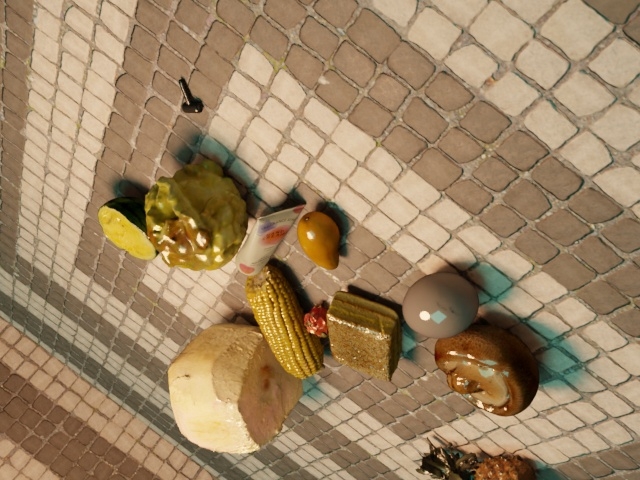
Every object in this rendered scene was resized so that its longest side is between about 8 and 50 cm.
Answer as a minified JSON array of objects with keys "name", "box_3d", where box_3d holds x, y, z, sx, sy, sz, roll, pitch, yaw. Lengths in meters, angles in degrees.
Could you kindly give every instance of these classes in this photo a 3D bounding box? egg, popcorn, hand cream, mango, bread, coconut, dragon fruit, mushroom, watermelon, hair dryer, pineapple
[{"name":"egg","box_3d":[0.261,0.144,1.635,0.146,0.146,0.199,47,150,-16]},{"name":"popcorn","box_3d":[-0.312,-0.057,1.811,0.293,0.237,0.293,20,144,15]},{"name":"hand cream","box_3d":[-0.142,0.005,1.850,0.077,0.124,0.340,65,150,15]},{"name":"mango","box_3d":[0.000,0.000,1.749,0.102,0.084,0.184,13,150,23]},{"name":"bread","box_3d":[0.116,0.244,1.917,0.184,0.110,0.234,18,144,19]},{"name":"coconut","box_3d":[-0.287,0.442,2.257,0.405,0.404,0.404,23,143,18]},{"name":"dragon fruit","box_3d":[0.007,0.225,2.010,0.116,0.081,0.086,27,151,-31]},{"name":"mushroom","box_3d":[0.382,0.290,1.697,0.253,0.153,0.253,25,146,18]},{"name":"watermelon","box_3d":[-0.517,-0.045,2.094,0.232,0.127,0.204,-1,131,43]},{"name":"hair dryer","box_3d":[-0.299,-0.327,1.672,0.047,0.026,0.083,6,128,33]},{"name":"pineapple","box_3d":[0.422,0.670,2.106,0.365,0.165,0.165,2,133,39]}]

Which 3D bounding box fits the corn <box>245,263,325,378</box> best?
[{"name":"corn","box_3d":[-0.100,0.234,2.060,0.144,0.144,0.387,3,134,39]}]
